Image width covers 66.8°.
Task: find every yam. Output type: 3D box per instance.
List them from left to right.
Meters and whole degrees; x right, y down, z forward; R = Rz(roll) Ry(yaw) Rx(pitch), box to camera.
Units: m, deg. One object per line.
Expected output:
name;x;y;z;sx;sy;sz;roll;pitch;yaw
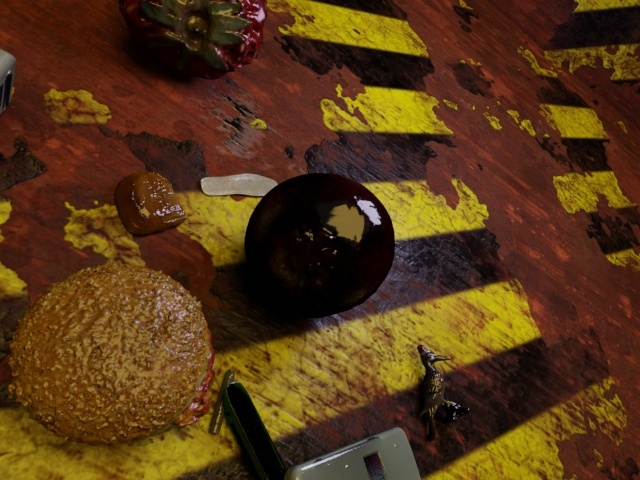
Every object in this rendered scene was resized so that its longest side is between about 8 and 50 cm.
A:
yam;-0.174;0.285;0.864;0.021;0.021;0.116;24;52;-18

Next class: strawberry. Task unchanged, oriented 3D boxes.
strawberry;-0.304;-0.552;1.154;0.317;0.295;0.345;-5;31;-16

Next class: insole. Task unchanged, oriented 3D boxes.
insole;-0.182;-0.126;1.111;0.192;0.010;0.063;-6;66;-35

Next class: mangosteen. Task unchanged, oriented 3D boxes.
mangosteen;-0.002;0.010;0.980;0.297;0.293;0.297;1;79;-4

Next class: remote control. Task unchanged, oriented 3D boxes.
remote control;0.065;0.443;0.877;0.296;0.056;0.140;-1;64;-41

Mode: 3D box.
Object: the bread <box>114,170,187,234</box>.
bread;-0.337;-0.079;0.966;0.126;0.044;0.129;-15;69;-39

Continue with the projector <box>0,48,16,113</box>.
projector;-0.666;-0.272;0.798;0.242;0.163;0.177;24;51;-21

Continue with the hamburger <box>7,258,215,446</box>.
hamburger;-0.306;0.170;0.746;0.294;0.179;0.276;11;59;-27

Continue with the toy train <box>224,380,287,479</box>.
toy train;-0.118;0.347;0.843;0.044;0.042;0.209;-18;75;-50

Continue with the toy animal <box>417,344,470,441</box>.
toy animal;0.254;0.329;1.077;0.105;0.070;0.202;-7;70;-14
